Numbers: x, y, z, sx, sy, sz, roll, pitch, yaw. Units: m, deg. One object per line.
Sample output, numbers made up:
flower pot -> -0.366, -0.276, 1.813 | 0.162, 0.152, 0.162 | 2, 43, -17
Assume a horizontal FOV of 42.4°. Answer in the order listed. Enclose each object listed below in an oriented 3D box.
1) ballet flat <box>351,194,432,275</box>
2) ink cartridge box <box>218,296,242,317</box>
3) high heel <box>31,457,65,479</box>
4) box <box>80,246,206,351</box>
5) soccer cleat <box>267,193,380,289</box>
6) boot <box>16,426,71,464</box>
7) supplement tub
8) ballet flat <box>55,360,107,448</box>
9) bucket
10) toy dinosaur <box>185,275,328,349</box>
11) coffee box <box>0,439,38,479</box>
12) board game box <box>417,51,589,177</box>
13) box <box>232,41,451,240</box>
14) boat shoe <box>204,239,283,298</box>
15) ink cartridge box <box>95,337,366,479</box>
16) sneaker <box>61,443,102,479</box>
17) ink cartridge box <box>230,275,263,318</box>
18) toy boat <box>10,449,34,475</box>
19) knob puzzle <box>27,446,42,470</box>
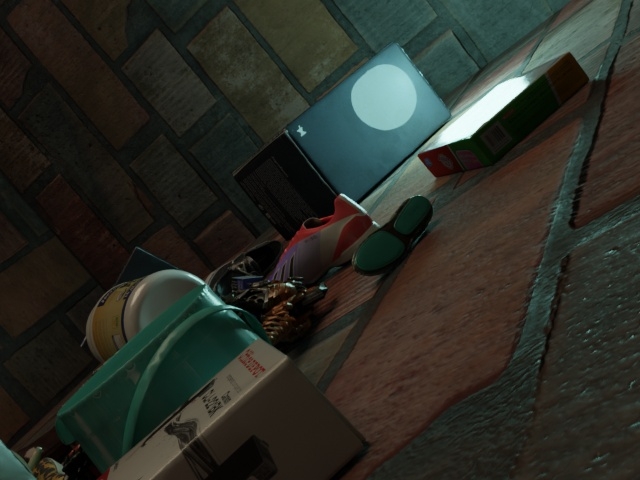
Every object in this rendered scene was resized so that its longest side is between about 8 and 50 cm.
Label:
ballet flat -> 0.115, 0.005, 1.310 | 0.188, 0.070, 0.070 | -41, 7, -29
ink cartridge box -> -0.223, 0.203, 1.645 | 0.171, 0.056, 0.235 | -56, 12, -6
high heel -> -0.471, 0.459, 1.415 | 0.261, 0.093, 0.186 | -44, 17, 24
box -> -0.481, 0.193, 2.266 | 0.293, 0.212, 0.395 | -62, 10, -7
soccer cleat -> -0.021, 0.022, 1.632 | 0.318, 0.116, 0.108 | -34, 9, 38
boot -> -0.660, 0.505, 2.047 | 0.207, 0.090, 0.248 | -38, 3, 30
supplement tub -> -0.393, 0.197, 1.896 | 0.228, 0.228, 0.316 | -44, 16, -34
ballet flat -> -0.462, 0.355, 1.842 | 0.409, 0.147, 0.147 | -33, 10, 44
bucket -> -0.174, 0.198, 1.027 | 0.281, 0.183, 0.281 | -40, 8, 7
toy dinosaur -> -0.092, 0.119, 1.320 | 0.218, 0.164, 0.322 | -23, -14, 3
coffee box -> -0.460, 0.356, 1.061 | 0.119, 0.297, 0.168 | -38, 7, 16
board game box -> 0.335, -0.229, 1.571 | 0.242, 0.064, 0.316 | -41, 7, -7
box -> 0.052, -0.287, 2.498 | 0.480, 0.297, 0.472 | -42, 6, -25
boat shoe -> -0.213, 0.090, 2.334 | 0.301, 0.108, 0.102 | -36, 1, -43
ink cartridge box -> -0.110, 0.227, 0.788 | 0.273, 0.114, 0.197 | -40, 6, -10
sneaker -> -0.289, 0.307, 1.311 | 0.276, 0.097, 0.135 | -36, 8, 15
ink cartridge box -> -0.152, 0.124, 1.738 | 0.046, 0.097, 0.207 | -5, 0, -13
toy boat -> -0.621, 0.453, 1.409 | 0.318, 0.148, 0.267 | 28, 90, 46
knob puzzle -> -0.577, 0.504, 1.527 | 0.213, 0.030, 0.213 | -160, 90, -85
